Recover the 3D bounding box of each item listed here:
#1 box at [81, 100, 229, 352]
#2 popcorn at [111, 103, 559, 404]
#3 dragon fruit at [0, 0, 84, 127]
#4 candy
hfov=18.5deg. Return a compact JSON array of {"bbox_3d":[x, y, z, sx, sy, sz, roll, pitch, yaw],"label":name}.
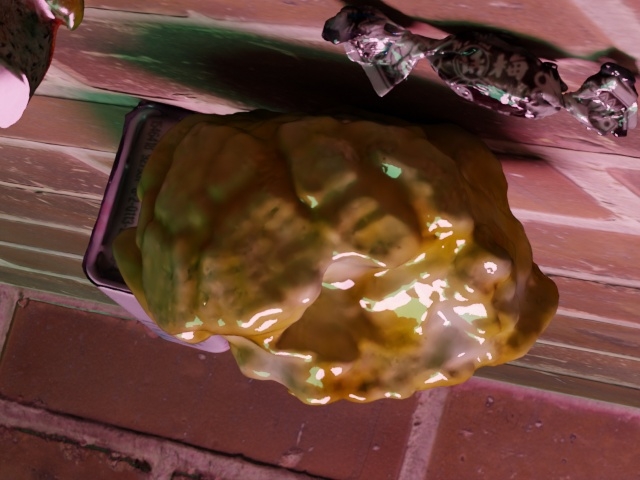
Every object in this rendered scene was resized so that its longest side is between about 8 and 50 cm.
[{"bbox_3d":[-0.135,-0.004,2.008,0.112,0.190,0.370,14,172,8],"label":"box"},{"bbox_3d":[0.009,-0.009,1.652,0.334,0.293,0.292,26,-150,-36],"label":"popcorn"},{"bbox_3d":[-0.302,-0.151,1.357,0.268,0.130,0.295,-29,145,10],"label":"dragon fruit"},{"bbox_3d":[0.111,-0.117,1.358,0.226,0.051,0.094,15,168,5],"label":"candy"}]
